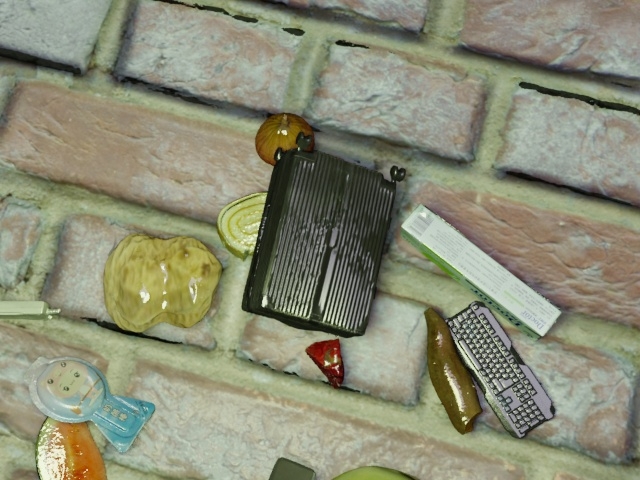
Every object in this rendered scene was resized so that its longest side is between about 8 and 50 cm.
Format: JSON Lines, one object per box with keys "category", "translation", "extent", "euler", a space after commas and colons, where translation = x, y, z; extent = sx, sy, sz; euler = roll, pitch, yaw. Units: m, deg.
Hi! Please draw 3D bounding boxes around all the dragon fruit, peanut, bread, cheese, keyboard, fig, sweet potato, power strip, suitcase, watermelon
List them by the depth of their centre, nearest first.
{"category": "dragon fruit", "translation": [0.026, 0.219, 1.745], "extent": [0.063, 0.131, 0.097], "euler": [-37, 85, -11]}
{"category": "suitcase", "translation": [0.000, 0.000, 1.749], "extent": [0.229, 0.152, 0.335], "euler": [17, 76, -18]}
{"category": "watermelon", "translation": [-0.468, 0.420, 1.755], "extent": [0.119, 0.063, 0.245], "euler": [-16, 75, -15]}
{"category": "sweet potato", "translation": [0.242, 0.245, 1.760], "extent": [0.077, 0.077, 0.244], "euler": [-17, 68, -2]}
{"category": "cheese", "translation": [-0.442, 0.297, 1.765], "extent": [0.244, 0.052, 0.135], "euler": [29, 50, 4]}
{"category": "keyboard", "translation": [0.337, 0.243, 1.781], "extent": [0.106, 0.016, 0.262], "euler": [-31, 78, -5]}
{"category": "peanut", "translation": [-0.302, 0.077, 1.798], "extent": [0.233, 0.110, 0.197], "euler": [-2, 72, 2]}
{"category": "power strip", "translation": [-0.600, 0.136, 1.828], "extent": [0.191, 0.047, 0.030], "euler": [0, 71, 3]}
{"category": "bread", "translation": [-0.125, -0.033, 1.842], "extent": [0.156, 0.064, 0.117], "euler": [-21, 81, -4]}
{"category": "fig", "translation": [-0.061, -0.197, 1.844], "extent": [0.119, 0.153, 0.119], "euler": [-2, 95, -21]}

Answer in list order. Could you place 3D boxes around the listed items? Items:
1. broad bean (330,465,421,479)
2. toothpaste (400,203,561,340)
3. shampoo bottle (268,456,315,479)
{"category": "broad bean", "translation": [0.090, 0.501, 1.677], "extent": [0.263, 0.121, 0.189], "euler": [-16, 84, 1]}
{"category": "toothpaste", "translation": [0.301, 0.061, 1.792], "extent": [0.336, 0.081, 0.067], "euler": [39, 82, 10]}
{"category": "shampoo bottle", "translation": [-0.087, 0.514, 1.660], "extent": [0.079, 0.080, 0.246], "euler": [22, 57, 2]}
